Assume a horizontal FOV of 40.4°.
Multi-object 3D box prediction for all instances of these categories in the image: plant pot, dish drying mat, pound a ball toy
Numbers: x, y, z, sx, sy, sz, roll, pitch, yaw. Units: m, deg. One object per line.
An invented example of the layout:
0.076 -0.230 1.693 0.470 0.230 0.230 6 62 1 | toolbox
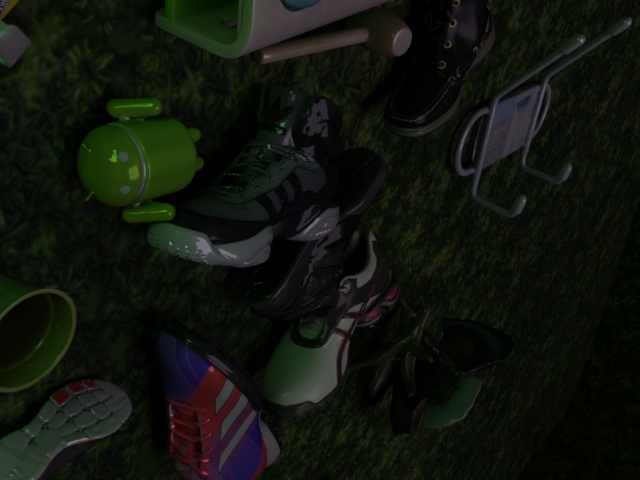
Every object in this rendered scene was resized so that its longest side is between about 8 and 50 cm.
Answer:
-0.239 0.057 0.642 0.083 0.079 0.083 -42 146 -37 | plant pot
-0.137 -0.038 0.815 0.032 0.008 0.083 -61 153 -5 | dish drying mat
0.010 -0.226 0.766 0.319 0.135 0.208 -32 139 -44 | pound a ball toy

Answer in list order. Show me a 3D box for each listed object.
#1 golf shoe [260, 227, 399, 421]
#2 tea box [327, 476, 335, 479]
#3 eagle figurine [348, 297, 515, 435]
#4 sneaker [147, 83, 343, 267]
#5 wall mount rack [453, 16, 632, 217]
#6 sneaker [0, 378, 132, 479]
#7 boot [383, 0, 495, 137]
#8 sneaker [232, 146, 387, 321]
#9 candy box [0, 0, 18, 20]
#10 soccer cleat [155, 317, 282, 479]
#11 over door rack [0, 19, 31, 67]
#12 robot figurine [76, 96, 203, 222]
0.000 0.100 1.093 0.273 0.105 0.120 -53 143 -36 | golf shoe
-0.026 0.605 1.344 0.329 0.219 0.324 -15 127 -56 | tea box
0.172 0.193 1.369 0.298 0.226 0.225 41 57 -57 | eagle figurine
-0.061 -0.069 0.819 0.268 0.101 0.153 -18 121 -59 | sneaker
0.354 -0.210 1.383 0.350 0.130 0.304 -29 137 -49 | wall mount rack
-0.244 0.181 0.791 0.158 0.061 0.065 -28 164 -47 | sneaker
0.136 -0.253 1.019 0.236 0.085 0.179 -54 150 -31 | boot
0.000 0.000 1.006 0.228 0.087 0.130 -54 153 -10 | sneaker
-0.191 -0.204 0.517 0.206 0.027 0.105 -49 154 -5 | candy box
-0.125 0.200 0.947 0.116 0.108 0.318 -47 151 -21 | soccer cleat
-0.305 -0.101 0.356 0.240 0.108 0.324 -52 158 -10 | over door rack
-0.148 -0.065 0.707 0.115 0.067 0.101 -22 115 -51 | robot figurine
